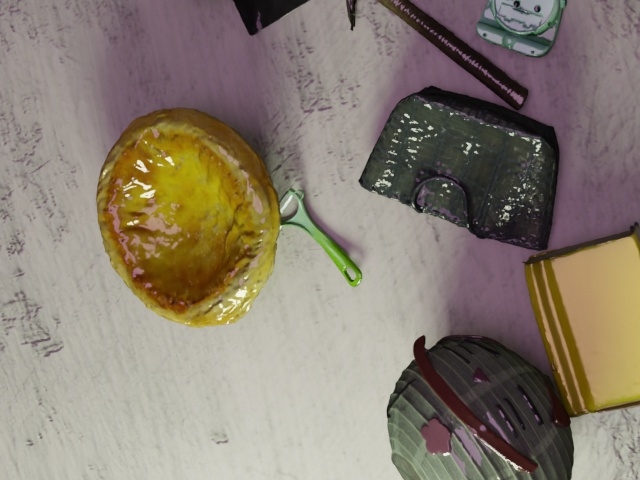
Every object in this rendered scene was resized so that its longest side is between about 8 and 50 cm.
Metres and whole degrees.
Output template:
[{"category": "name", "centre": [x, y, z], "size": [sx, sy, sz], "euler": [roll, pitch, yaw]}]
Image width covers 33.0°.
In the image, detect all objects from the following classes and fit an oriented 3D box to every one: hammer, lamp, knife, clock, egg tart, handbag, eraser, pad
[{"category": "hammer", "centre": [0.158, -0.273, 1.443], "size": [0.297, 0.027, 0.125], "euler": [39, 107, 11]}, {"category": "lamp", "centre": [0.207, 0.244, 1.385], "size": [0.265, 0.233, 0.233], "euler": [46, 109, 25]}, {"category": "knife", "centre": [0.001, -0.001, 1.531], "size": [0.166, 0.022, 0.078], "euler": [44, 132, 10]}, {"category": "clock", "centre": [0.265, -0.310, 1.391], "size": [0.101, 0.041, 0.135], "euler": [22, 103, 16]}, {"category": "egg tart", "centre": [-0.174, -0.033, 1.536], "size": [0.319, 0.128, 0.319], "euler": [5, 101, 26]}, {"category": "handbag", "centre": [0.193, -0.098, 1.426], "size": [0.270, 0.089, 0.175], "euler": [22, 112, 14]}, {"category": "eraser", "centre": [0.364, 0.108, 1.390], "size": [0.158, 0.069, 0.226], "euler": [-17, 90, 18]}, {"category": "pad", "centre": [-0.046, -0.383, 1.516], "size": [0.193, 0.004, 0.116], "euler": [-27, 86, 21]}]
